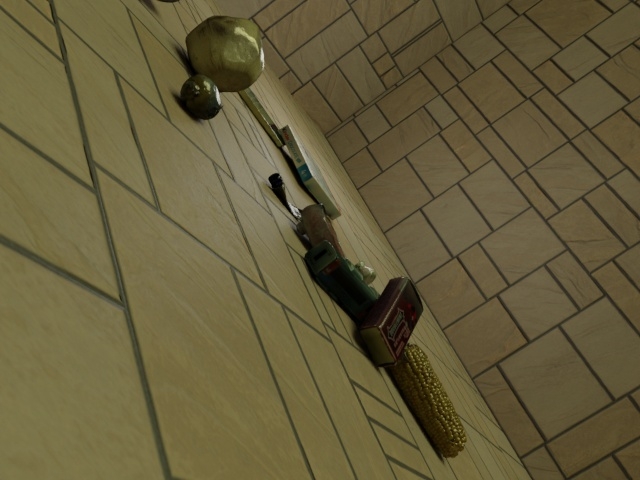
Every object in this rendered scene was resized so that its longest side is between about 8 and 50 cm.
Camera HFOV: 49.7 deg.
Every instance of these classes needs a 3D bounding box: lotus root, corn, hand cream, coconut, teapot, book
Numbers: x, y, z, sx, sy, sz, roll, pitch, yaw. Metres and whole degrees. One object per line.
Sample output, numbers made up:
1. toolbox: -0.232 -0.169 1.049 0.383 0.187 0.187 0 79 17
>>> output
1. lotus root: -0.257 -0.310 1.518 0.088 0.088 0.165 57 -1 8
2. corn: 0.261 0.379 1.666 0.293 0.106 0.106 59 10 18
3. hand cream: -0.087 -0.111 1.835 0.163 0.039 0.062 56 5 -36
4. coconut: -0.256 -0.507 1.845 0.224 0.224 0.224 53 9 -13
5. teapot: 0.125 0.101 2.111 0.083 0.064 0.064 -5 47 -43
6. book: -0.209 -0.449 2.411 0.289 0.026 0.201 55 9 -6

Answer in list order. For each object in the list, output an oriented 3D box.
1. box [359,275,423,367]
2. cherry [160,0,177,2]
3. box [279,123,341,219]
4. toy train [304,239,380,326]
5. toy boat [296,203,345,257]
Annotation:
1. box: 0.174 0.193 1.666 0.224 0.069 0.120 -47 117 -52
2. cherry: -0.429 -0.745 1.834 0.213 0.183 0.266 48 9 16
3. box: -0.035 -0.238 2.427 0.265 0.048 0.273 51 13 -53
4. toy train: 0.104 0.149 1.724 0.409 0.089 0.086 47 7 -41
5. toy boat: 0.000 0.000 1.800 0.227 0.085 0.155 62 9 -51
